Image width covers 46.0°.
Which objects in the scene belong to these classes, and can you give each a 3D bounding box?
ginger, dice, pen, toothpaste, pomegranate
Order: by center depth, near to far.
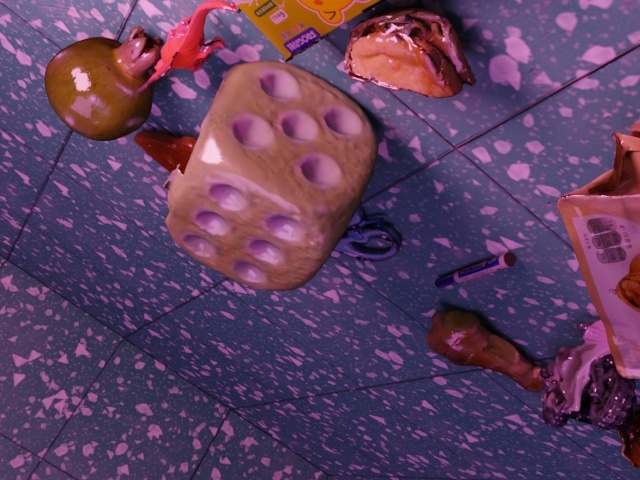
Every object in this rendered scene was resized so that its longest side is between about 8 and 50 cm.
[{"bbox_3d":[0.027,-0.323,0.882,0.110,0.077,0.327,45,149,-22],"label":"toothpaste"},{"bbox_3d":[-0.078,-0.095,1.133,0.254,0.250,0.252,27,141,-8],"label":"dice"},{"bbox_3d":[-0.354,-0.258,1.242,0.179,0.179,0.210,40,150,-18],"label":"pomegranate"},{"bbox_3d":[0.268,0.056,1.334,0.025,0.025,0.204,37,152,-14],"label":"pen"},{"bbox_3d":[0.337,0.234,1.508,0.294,0.086,0.131,33,130,-16],"label":"ginger"}]

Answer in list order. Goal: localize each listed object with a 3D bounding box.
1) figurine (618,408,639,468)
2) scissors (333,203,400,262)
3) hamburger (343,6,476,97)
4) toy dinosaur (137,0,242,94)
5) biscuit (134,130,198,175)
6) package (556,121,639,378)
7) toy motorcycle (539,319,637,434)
[{"bbox_3d":[0.663,0.371,1.366,0.190,0.142,0.263,63,152,5],"label":"figurine"},{"bbox_3d":[0.000,0.000,1.485,0.180,0.032,0.393,41,149,-21],"label":"scissors"},{"bbox_3d":[0.110,-0.248,0.930,0.176,0.087,0.102,21,141,29],"label":"hamburger"},{"bbox_3d":[-0.210,-0.268,1.088,0.070,0.139,0.286,52,162,-15],"label":"toy dinosaur"},{"bbox_3d":[-0.238,-0.142,1.469,0.280,0.043,0.183,30,149,10],"label":"biscuit"},{"bbox_3d":[0.444,0.010,0.904,0.221,0.165,0.311,-5,129,39],"label":"package"},{"bbox_3d":[0.471,0.238,1.320,0.143,0.188,0.327,17,166,1],"label":"toy motorcycle"}]
